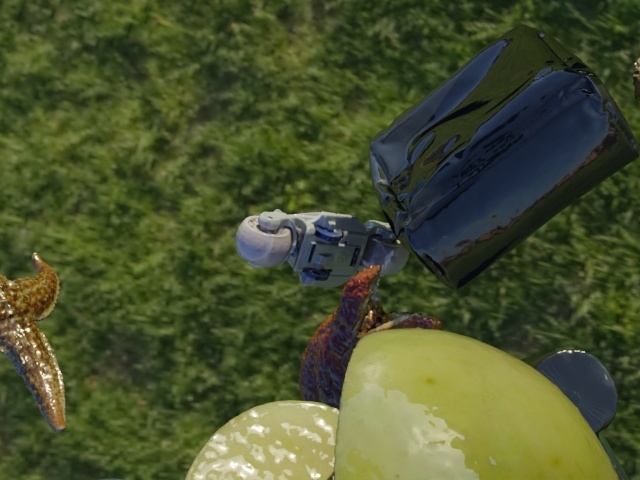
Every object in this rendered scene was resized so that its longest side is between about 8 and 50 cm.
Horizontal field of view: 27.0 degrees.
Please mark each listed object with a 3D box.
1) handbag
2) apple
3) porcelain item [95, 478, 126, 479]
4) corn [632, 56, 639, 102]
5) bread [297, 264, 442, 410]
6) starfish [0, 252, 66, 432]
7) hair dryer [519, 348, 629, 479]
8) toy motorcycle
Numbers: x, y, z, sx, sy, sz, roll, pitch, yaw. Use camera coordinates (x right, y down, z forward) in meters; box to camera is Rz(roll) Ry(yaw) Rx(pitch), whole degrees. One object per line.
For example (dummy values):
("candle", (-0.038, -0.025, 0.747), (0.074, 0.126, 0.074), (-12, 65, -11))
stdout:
("handbag", (0.221, -0.102, 1.663), (0.302, 0.178, 0.275), (-39, 24, 9))
("apple", (0.051, 0.203, 0.818), (0.292, 0.292, 0.254), (-36, 32, 31))
("porcelain item", (-0.217, 0.320, 1.340), (0.147, 0.114, 0.147), (0, 92, 4))
("corn", (0.529, -0.215, 1.571), (0.319, 0.097, 0.097), (-8, 73, 16))
("bread", (0.045, 0.153, 1.645), (0.139, 0.095, 0.269), (36, 135, 15))
("starfish", (-0.252, 0.054, 1.016), (0.238, 0.213, 0.057), (38, 114, 22))
("hair dryer", (0.331, 0.281, 1.671), (0.116, 0.244, 0.302), (-29, 85, -7))
("toy motorcycle", (0.000, 0.000, 1.776), (0.112, 0.254, 0.112), (-13, 75, 59))
